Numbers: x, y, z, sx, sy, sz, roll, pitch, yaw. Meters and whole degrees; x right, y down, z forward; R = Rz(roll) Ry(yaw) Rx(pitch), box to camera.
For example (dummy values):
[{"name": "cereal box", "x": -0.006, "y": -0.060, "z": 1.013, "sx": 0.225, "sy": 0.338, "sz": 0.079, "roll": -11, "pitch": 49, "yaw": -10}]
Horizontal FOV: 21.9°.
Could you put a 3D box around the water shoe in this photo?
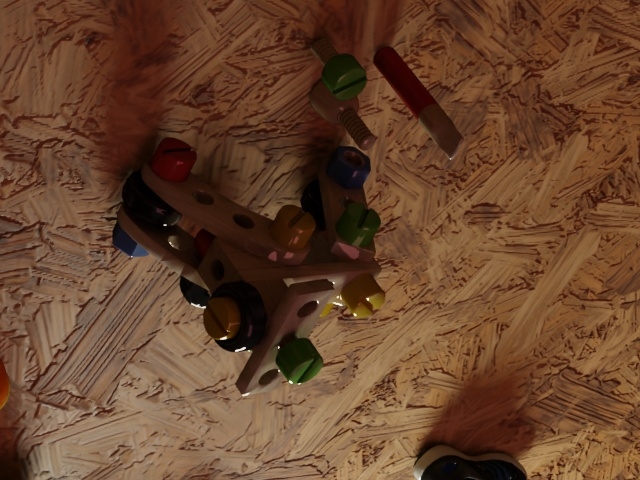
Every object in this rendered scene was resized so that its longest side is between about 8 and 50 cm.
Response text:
[{"name": "water shoe", "x": 0.192, "y": 0.305, "z": 2.025, "sx": 0.203, "sy": 0.080, "sz": 0.073, "roll": 16, "pitch": 120, "yaw": -45}]

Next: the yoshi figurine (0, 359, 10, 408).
[{"name": "yoshi figurine", "x": -0.370, "y": 0.092, "z": 1.319, "sx": 0.203, "sy": 0.203, "sz": 0.362, "roll": -50, "pitch": 140, "yaw": -6}]

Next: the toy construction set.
[{"name": "toy construction set", "x": 0.000, "y": 0.000, "z": 1.438, "sx": 0.309, "sy": 0.237, "sz": 0.257, "roll": -45, "pitch": 141, "yaw": 12}]
